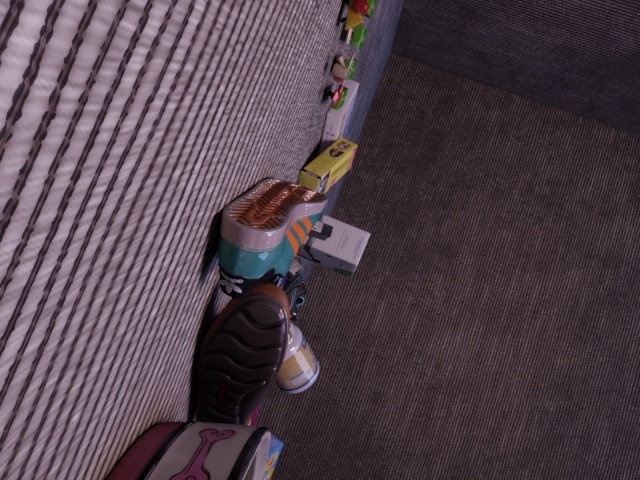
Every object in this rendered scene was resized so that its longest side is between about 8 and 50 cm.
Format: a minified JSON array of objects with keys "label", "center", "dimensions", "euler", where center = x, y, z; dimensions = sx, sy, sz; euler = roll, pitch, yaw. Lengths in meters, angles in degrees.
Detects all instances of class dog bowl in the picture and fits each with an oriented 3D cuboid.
[{"label":"dog bowl","center":[-0.198,0.423,0.551],"dimensions":[0.408,0.150,0.409],"euler":[16,90,-84]}]

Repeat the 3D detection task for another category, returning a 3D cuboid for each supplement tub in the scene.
[{"label":"supplement tub","center":[-0.102,0.337,1.303],"dimensions":[0.200,0.144,0.144],"euler":[64,30,-30]}]

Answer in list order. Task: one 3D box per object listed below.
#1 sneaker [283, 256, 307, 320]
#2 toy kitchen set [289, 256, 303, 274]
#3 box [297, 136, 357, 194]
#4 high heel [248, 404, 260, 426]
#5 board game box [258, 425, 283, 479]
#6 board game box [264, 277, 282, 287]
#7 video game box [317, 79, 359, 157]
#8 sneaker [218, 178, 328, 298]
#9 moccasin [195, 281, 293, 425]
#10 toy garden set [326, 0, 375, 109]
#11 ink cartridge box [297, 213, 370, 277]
[{"label":"sneaker","center":[-0.092,0.149,1.344],"dimensions":[0.267,0.106,0.101],"euler":[-68,175,-53]},{"label":"toy kitchen set","center":[-0.107,0.056,1.238],"dimensions":[0.068,0.075,0.083],"euler":[-35,138,3]},{"label":"box","center":[0.018,-0.186,1.158],"dimensions":[0.232,0.058,0.087],"euler":[-49,162,-47]},{"label":"high heel","center":[-0.202,0.413,0.970],"dimensions":[0.378,0.127,0.181],"euler":[-64,-179,-22]},{"label":"board game box","center":[-0.250,0.679,1.111],"dimensions":[0.308,0.086,0.302],"euler":[-18,131,-59]},{"label":"board game box","center":[-0.134,0.146,1.093],"dimensions":[0.141,0.048,0.171],"euler":[96,15,-73]},{"label":"video game box","center":[0.049,-0.339,1.284],"dimensions":[0.187,0.048,0.205],"euler":[102,8,-49]},{"label":"sneaker","center":[-0.075,-0.014,0.679],"dimensions":[0.302,0.108,0.121],"euler":[-43,155,-65]},{"label":"moccasin","center":[-0.129,0.207,0.765],"dimensions":[0.147,0.139,0.380],"euler":[-76,180,-52]},{"label":"toy garden set","center":[0.054,-0.409,0.951],"dimensions":[0.204,0.049,0.245],"euler":[-68,177,-66]},{"label":"ink cartridge box","center":[0.000,0.000,1.062],"dimensions":[0.153,0.208,0.087],"euler":[96,17,-74]}]
